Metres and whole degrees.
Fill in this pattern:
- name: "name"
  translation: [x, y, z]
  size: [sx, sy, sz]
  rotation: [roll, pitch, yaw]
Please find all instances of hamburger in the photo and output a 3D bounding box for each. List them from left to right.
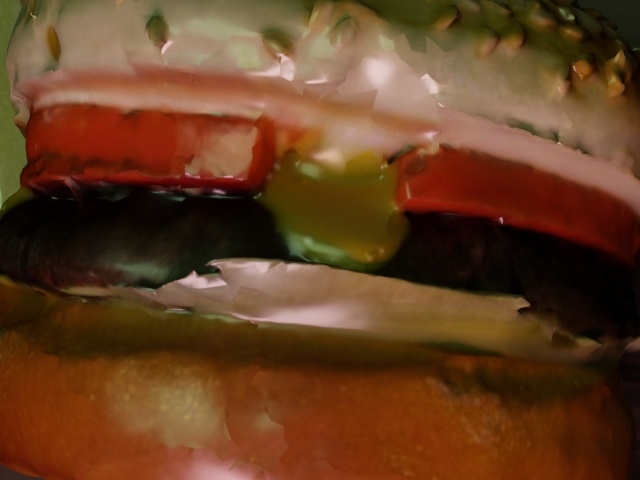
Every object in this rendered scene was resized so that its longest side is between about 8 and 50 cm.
- name: "hamburger"
  translation: [0.000, 0.000, 0.825]
  size: [0.330, 0.330, 0.250]
  rotation: [6, 89, 30]

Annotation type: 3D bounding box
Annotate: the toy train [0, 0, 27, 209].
- name: "toy train"
  translation: [-0.187, -0.152, 1.042]
  size: [0.237, 0.150, 0.369]
  rotation: [-5, 89, -14]
